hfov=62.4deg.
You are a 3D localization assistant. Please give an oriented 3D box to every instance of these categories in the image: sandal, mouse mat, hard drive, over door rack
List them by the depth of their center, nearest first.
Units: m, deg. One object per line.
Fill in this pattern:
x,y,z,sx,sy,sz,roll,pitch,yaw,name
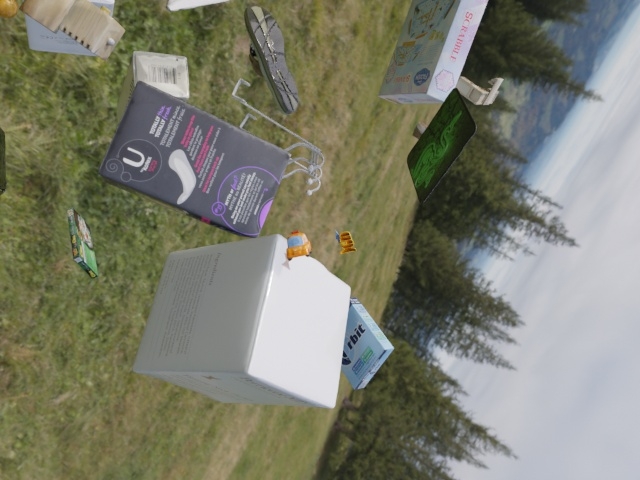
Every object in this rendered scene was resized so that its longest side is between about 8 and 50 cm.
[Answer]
0.227,-0.183,1.019,0.153,0.007,0.190,-97,-152,-45,mouse mat
-0.691,-0.600,1.450,0.318,0.210,0.040,-15,-101,63,hard drive
-0.151,-0.490,1.453,0.120,0.086,0.303,-32,110,-50,sandal
-0.134,-0.271,1.511,0.108,0.324,0.239,-46,174,-11,over door rack

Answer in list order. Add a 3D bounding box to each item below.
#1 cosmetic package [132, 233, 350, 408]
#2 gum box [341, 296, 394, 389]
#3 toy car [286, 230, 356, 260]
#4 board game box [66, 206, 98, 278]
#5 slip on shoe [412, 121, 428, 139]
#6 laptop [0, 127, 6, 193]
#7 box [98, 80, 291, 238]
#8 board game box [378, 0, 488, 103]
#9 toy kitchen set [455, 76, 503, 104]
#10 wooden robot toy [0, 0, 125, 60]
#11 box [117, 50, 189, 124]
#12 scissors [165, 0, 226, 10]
-0.186,0.216,1.329,0.329,0.393,0.328,39,53,-44,cosmetic package
0.093,0.271,1.404,0.041,0.184,0.157,4,127,-42,gum box
0.000,0.000,0.774,0.060,0.121,0.041,-28,106,-64,toy car
-0.890,0.008,1.975,0.030,0.260,0.136,-22,142,-8,board game box
0.297,-0.252,1.373,0.041,0.135,0.051,-56,168,29,slip on shoe
-0.884,-0.171,1.326,0.234,0.136,0.265,179,-90,-67,laptop
-0.214,-0.126,0.907,0.165,0.270,0.143,-68,-161,-6,box
0.272,-0.494,1.281,0.319,0.065,0.318,-132,-119,-70,board game box
0.388,-0.378,1.278,0.083,0.075,0.068,-17,143,-44,toy kitchen set
-0.229,-0.166,0.356,0.079,0.173,0.076,-57,-159,3,wooden robot toy
-0.376,-0.308,1.168,0.275,0.113,0.094,-21,-107,62,box
-0.015,-0.204,0.404,0.109,0.021,0.297,69,35,-44,scissors
